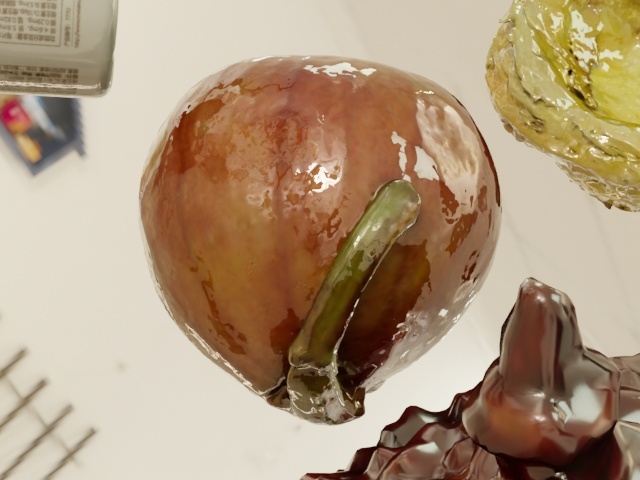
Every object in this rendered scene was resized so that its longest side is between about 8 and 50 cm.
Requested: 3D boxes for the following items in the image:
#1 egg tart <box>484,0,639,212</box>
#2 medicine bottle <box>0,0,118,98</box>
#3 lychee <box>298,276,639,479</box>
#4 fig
[{"bbox_3d":[0.270,-0.116,1.126,0.288,0.288,0.118,51,-25,37],"label":"egg tart"},{"bbox_3d":[-0.173,-0.113,0.714,0.079,0.140,0.079,-178,-90,-78],"label":"medicine bottle"},{"bbox_3d":[0.122,0.230,0.533,0.500,0.424,0.424,70,-11,-20],"label":"lychee"},{"bbox_3d":[-0.001,0.000,0.747,0.205,0.205,0.205,55,-7,9],"label":"fig"}]
